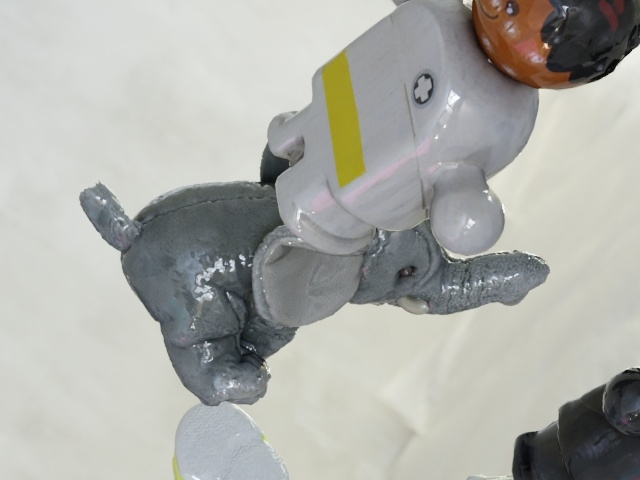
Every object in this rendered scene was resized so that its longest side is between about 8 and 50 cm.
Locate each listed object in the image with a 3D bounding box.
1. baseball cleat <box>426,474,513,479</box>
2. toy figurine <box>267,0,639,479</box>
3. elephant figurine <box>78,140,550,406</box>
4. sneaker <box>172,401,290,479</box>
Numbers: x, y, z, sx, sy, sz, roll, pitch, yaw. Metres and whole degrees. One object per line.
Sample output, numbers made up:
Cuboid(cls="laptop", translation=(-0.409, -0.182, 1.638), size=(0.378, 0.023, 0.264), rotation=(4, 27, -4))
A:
Cuboid(cls="baseball cleat", translation=(0.153, 0.220, 1.475), size=(0.206, 0.109, 0.072), rotation=(-17, 159, 11))
Cuboid(cls="toy figurine", translation=(0.111, -0.033, 0.636), size=(0.148, 0.209, 0.213), rotation=(-34, -172, 39))
Cuboid(cls="elephant figurine", translation=(0.000, 0.000, 1.346), size=(0.239, 0.169, 0.186), rotation=(-27, 164, 20))
Cuboid(cls="sneaker", translation=(-0.059, 0.253, 1.623), size=(0.091, 0.240, 0.126), rotation=(-19, 162, -13))
